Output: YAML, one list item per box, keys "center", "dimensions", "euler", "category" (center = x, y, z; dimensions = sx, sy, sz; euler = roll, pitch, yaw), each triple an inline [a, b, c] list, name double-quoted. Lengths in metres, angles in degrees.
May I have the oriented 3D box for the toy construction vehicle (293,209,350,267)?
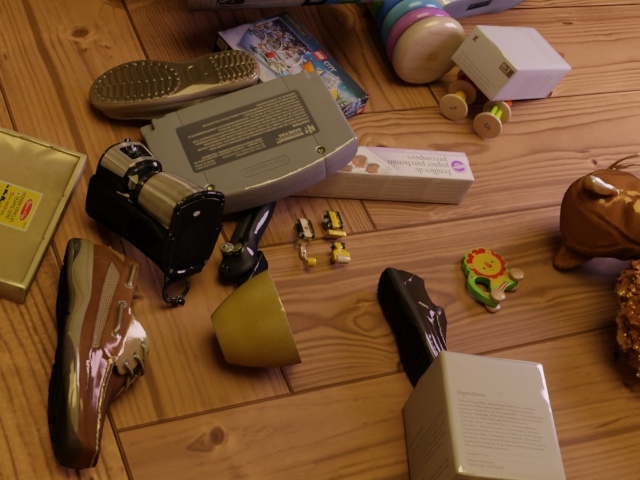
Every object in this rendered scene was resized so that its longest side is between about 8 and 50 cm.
- center: [0.000, 0.000, 1.696]
  dimensions: [0.086, 0.035, 0.098]
  euler: [4, 52, -33]
  category: "toy construction vehicle"

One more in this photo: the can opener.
- center: [-0.107, -0.004, 1.647]
  dimensions: [0.059, 0.073, 0.186]
  euler: [-10, 40, 20]
  category: "can opener"

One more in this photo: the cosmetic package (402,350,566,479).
- center: [0.208, 0.265, 1.466]
  dimensions: [0.152, 0.151, 0.183]
  euler: [9, 50, -15]
  category: "cosmetic package"

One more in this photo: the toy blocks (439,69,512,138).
- center: [0.293, -0.260, 2.016]
  dimensions: [0.123, 0.054, 0.148]
  euler: [29, 46, 5]
  category: "toy blocks"

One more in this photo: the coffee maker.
- center: [-0.240, -0.030, 1.553]
  dimensions: [0.178, 0.171, 0.120]
  euler: [32, 6, 33]
  category: "coffee maker"

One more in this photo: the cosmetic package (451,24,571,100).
- center: [0.347, -0.320, 2.020]
  dimensions: [0.231, 0.085, 0.117]
  euler: [-12, 58, -51]
  category: "cosmetic package"

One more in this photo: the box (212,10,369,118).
- center: [-0.051, -0.285, 1.907]
  dimensions: [0.159, 0.044, 0.233]
  euler: [-25, 64, -36]
  category: "box"

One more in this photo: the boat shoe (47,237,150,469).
- center: [-0.273, 0.131, 1.413]
  dimensions: [0.120, 0.122, 0.324]
  euler: [10, 49, -18]
  category: "boat shoe"

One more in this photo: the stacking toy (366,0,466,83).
- center: [0.136, -0.441, 2.068]
  dimensions: [0.141, 0.141, 0.330]
  euler: [-7, 49, -26]
  category: "stacking toy"

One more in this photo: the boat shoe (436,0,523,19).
- center: [0.307, -0.503, 2.191]
  dimensions: [0.306, 0.113, 0.104]
  euler: [-20, 75, -23]
  category: "boat shoe"

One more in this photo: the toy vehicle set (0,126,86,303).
- center: [-0.445, -0.045, 1.551]
  dimensions: [0.166, 0.035, 0.266]
  euler: [19, 47, -6]
  category: "toy vehicle set"

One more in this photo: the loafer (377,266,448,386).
- center: [0.154, 0.125, 1.612]
  dimensions: [0.078, 0.080, 0.220]
  euler: [-3, 53, -23]
  category: "loafer"

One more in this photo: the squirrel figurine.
- center: [0.559, 0.020, 1.744]
  dimensions: [0.371, 0.281, 0.397]
  euler: [15, 45, 0]
  category: "squirrel figurine"

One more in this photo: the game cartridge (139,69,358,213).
- center: [-0.105, -0.143, 1.698]
  dimensions: [0.297, 0.062, 0.198]
  euler: [-19, 60, -10]
  category: "game cartridge"

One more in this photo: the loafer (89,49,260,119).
- center: [-0.226, -0.228, 1.762]
  dimensions: [0.269, 0.092, 0.101]
  euler: [-9, 52, -8]
  category: "loafer"

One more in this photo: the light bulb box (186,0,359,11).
- center: [-0.056, -0.575, 1.861]
  dimensions: [0.361, 0.357, 0.225]
  euler: [-4, 7, -6]
  category: "light bulb box"

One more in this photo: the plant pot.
- center: [-0.092, 0.117, 1.503]
  dimensions: [0.095, 0.134, 0.134]
  euler: [-19, 57, -5]
  category: "plant pot"

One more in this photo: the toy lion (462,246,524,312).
- center: [0.261, 0.054, 1.753]
  dimensions: [0.096, 0.034, 0.100]
  euler: [33, 47, 17]
  category: "toy lion"

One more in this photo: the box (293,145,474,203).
- center: [0.085, -0.108, 1.796]
  dimensions: [0.324, 0.067, 0.063]
  euler: [1, 51, -20]
  category: "box"
